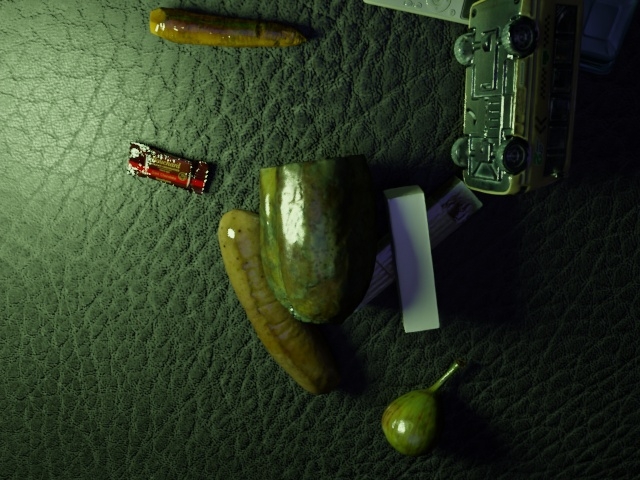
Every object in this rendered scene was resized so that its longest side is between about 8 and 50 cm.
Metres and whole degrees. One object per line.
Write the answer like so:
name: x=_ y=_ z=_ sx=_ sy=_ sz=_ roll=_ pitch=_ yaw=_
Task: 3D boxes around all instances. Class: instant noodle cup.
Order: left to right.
instant noodle cup: x=0.543 y=-0.433 z=1.066 sx=0.157 sy=0.070 sz=0.179 roll=14 pitch=108 yaw=-2

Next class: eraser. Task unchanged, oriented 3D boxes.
eraser: x=0.192 y=0.040 z=1.129 sx=0.076 sy=0.078 sz=0.298 roll=-10 pitch=107 yaw=3

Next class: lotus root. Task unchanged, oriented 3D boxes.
lotus root: x=0.000 y=0.000 z=1.089 sx=0.250 sy=0.250 sz=0.346 roll=0 pitch=96 yaw=1

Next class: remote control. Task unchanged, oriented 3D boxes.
remote control: x=0.217 y=-0.485 z=1.074 sx=0.260 sy=0.029 sz=0.067 roll=11 pitch=107 yaw=-3

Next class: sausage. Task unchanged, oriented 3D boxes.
sausage: x=-0.099 y=0.157 z=1.230 sx=0.136 sy=0.123 sz=0.501 roll=-30 pitch=106 yaw=-19

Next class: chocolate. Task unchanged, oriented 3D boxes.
chocolate: x=-0.336 y=-0.159 z=1.185 sx=0.182 sy=0.028 sz=0.086 roll=13 pitch=114 yaw=-2

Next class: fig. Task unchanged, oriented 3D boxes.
fig: x=0.249 y=0.389 z=1.304 sx=0.151 sy=0.151 sz=0.259 roll=27 pitch=81 yaw=-7

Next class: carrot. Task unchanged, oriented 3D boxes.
carrot: x=-0.183 y=-0.423 z=1.088 sx=0.314 sy=0.066 sz=0.066 roll=4 pitch=107 yaw=-4

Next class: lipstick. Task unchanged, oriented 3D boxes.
lipstick: x=0.187 y=0.011 z=1.201 sx=0.371 sy=0.076 sz=0.080 roll=-41 pitch=103 yaw=12

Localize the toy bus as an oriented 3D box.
toy bus: x=0.385 y=-0.277 z=1.039 sx=0.201 sy=0.177 sz=0.366 roll=-5 pitch=104 yaw=-20
